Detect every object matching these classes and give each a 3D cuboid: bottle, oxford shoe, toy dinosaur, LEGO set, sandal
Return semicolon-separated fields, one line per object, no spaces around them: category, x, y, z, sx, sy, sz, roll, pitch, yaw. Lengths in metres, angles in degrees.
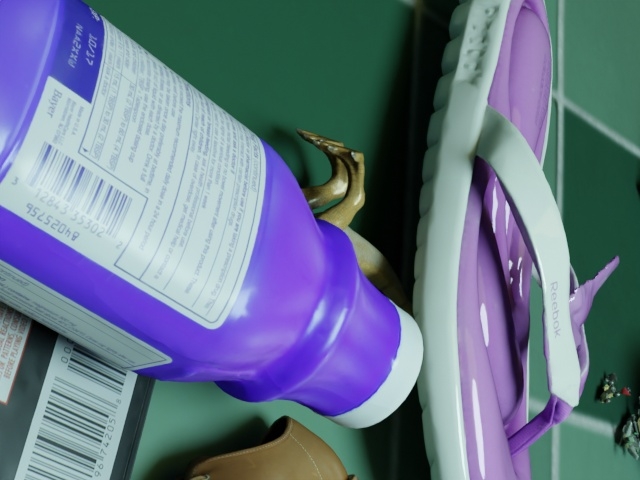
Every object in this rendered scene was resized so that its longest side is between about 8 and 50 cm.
bottle;-0.064;-0.001;0.556;0.283;0.092;0.118;35;53;-39
oxford shoe;-0.054;0.147;0.606;0.076;0.076;0.212;53;30;2
toy dinosaur;0.000;0.000;0.724;0.211;0.064;0.112;9;101;-47
LEGO set;0.235;0.139;0.978;0.054;0.023;0.083;-33;92;-50
sandal;0.130;0.000;0.798;0.169;0.102;0.416;39;51;-58

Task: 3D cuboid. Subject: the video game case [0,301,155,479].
video game case;-0.186;0.106;0.488;0.248;0.035;0.274;34;57;-39
